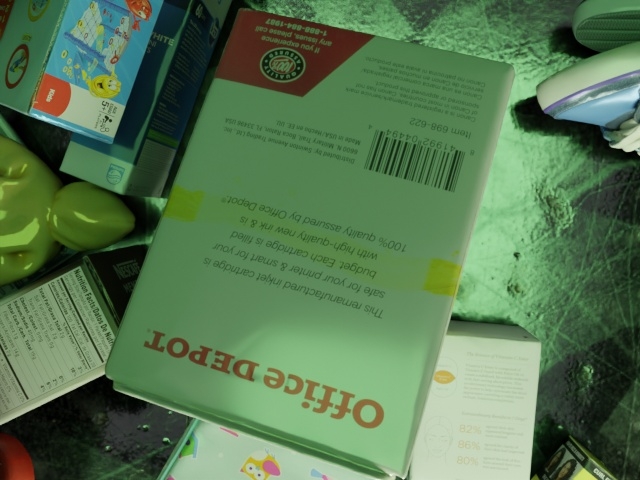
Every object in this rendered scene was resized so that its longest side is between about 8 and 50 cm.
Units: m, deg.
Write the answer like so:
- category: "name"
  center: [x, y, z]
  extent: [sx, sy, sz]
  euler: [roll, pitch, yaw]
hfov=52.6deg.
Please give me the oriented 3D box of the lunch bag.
- category: "lunch bag"
  center: [-0.049, 0.295, 0.744]
  extent: [0.279, 0.108, 0.224]
  euler: [31, 95, 2]

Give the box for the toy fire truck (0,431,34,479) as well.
- category: "toy fire truck"
  center: [-0.435, 0.202, 0.587]
  extent: [0.302, 0.169, 0.254]
  euler: [-40, 66, 3]

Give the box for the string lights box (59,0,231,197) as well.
- category: "string lights box"
  center: [-0.185, -0.181, 0.722]
  extent: [0.077, 0.133, 0.259]
  euler: [21, 93, 2]

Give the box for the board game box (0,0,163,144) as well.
- category: "board game box"
  center: [-0.273, -0.281, 0.666]
  extent: [0.308, 0.086, 0.302]
  euler: [24, 94, 40]

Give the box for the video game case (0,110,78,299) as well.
- category: "video game case"
  center: [-0.405, -0.030, 0.765]
  extent: [0.183, 0.023, 0.201]
  euler: [-34, 99, -7]

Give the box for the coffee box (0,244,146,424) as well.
- category: "coffee box"
  center: [-0.330, 0.124, 0.725]
  extent: [0.297, 0.168, 0.118]
  euler: [-26, 91, 3]

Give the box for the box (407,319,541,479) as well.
- category: "box"
  center: [0.168, 0.182, 0.734]
  extent: [0.130, 0.091, 0.170]
  euler: [5, 93, 4]

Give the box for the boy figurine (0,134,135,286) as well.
- category: "boy figurine"
  center: [-0.352, -0.036, 0.717]
  extent: [0.285, 0.092, 0.177]
  euler: [-3, 94, -12]

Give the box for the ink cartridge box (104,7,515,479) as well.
- category: "ink cartridge box"
  center: [0.000, 0.000, 0.646]
  extent: [0.279, 0.160, 0.384]
  euler: [16, 78, 10]

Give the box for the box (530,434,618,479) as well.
- category: "box"
  center: [0.240, 0.337, 0.739]
  extent: [0.058, 0.087, 0.232]
  euler: [40, 95, 4]

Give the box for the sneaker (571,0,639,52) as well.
- category: "sneaker"
  center: [0.406, -0.264, 0.716]
  extent: [0.258, 0.094, 0.091]
  euler: [-2, 71, 1]

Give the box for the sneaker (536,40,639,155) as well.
- category: "sneaker"
  center: [0.409, -0.089, 0.689]
  extent: [0.323, 0.130, 0.236]
  euler: [-8, 87, -2]
